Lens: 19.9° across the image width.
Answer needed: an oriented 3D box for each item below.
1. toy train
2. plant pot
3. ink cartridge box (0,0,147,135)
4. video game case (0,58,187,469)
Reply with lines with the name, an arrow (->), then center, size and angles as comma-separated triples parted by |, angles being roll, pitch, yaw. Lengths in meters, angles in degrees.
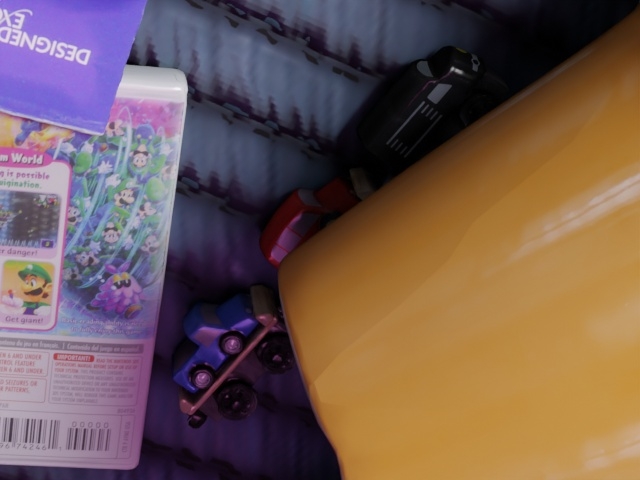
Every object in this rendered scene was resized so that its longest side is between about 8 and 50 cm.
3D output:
toy train -> 0.000, 0.000, 0.596 | 0.036, 0.027, 0.158 | 34, 106, -20
plant pot -> 0.098, 0.028, 0.529 | 0.188, 0.205, 0.205 | -24, 119, 5
ink cartridge box -> -0.123, -0.140, 0.482 | 0.206, 0.045, 0.208 | 14, 109, -17
video game case -> -0.128, 0.007, 0.582 | 0.157, 0.019, 0.143 | 4, 116, -11
